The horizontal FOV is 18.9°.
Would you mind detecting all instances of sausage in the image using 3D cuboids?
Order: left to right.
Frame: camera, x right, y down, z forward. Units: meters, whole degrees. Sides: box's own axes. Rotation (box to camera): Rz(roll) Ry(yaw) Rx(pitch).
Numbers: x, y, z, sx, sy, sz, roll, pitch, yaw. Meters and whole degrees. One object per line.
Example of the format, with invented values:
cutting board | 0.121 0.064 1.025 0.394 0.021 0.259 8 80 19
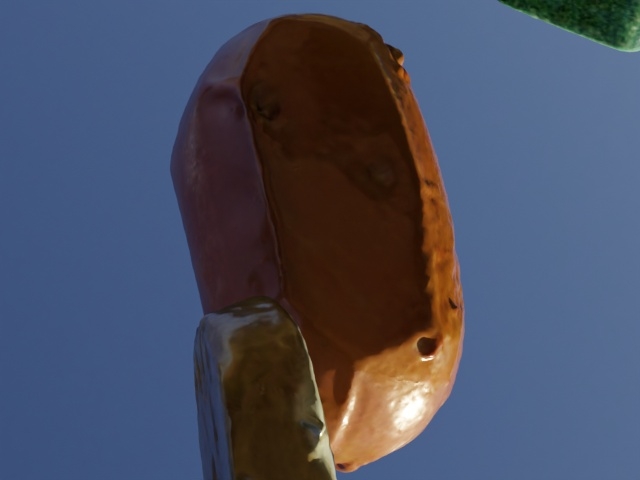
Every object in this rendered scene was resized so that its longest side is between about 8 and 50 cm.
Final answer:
sausage | 0.000 0.000 1.113 0.153 0.141 0.268 -6 -109 -17

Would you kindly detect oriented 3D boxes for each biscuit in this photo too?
biscuit | -0.010 0.196 0.872 0.287 0.057 0.343 164 101 -82

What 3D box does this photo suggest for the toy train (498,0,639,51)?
toy train | 0.147 -0.255 1.068 0.238 0.167 0.299 22 -130 2
